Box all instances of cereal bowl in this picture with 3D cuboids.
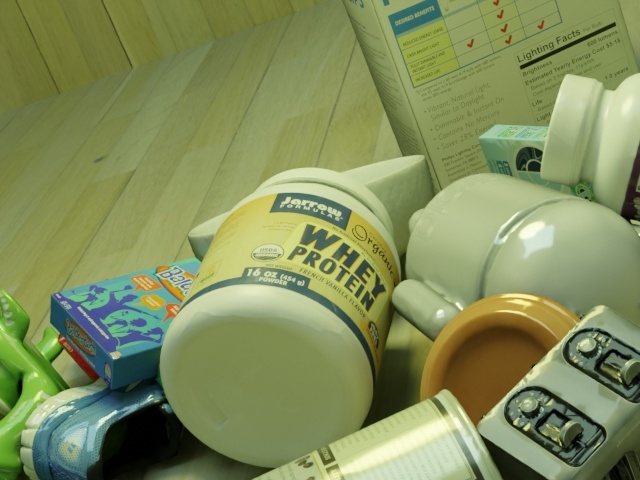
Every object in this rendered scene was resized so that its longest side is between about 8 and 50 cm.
[{"bbox_3d":[0.000,0.000,1.849,0.339,0.141,0.339,-17,7,2],"label":"cereal bowl"}]

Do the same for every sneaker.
[{"bbox_3d":[-0.203,0.207,1.674,0.147,0.130,0.330,18,40,32],"label":"sneaker"}]

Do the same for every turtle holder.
[{"bbox_3d":[-0.425,0.206,1.763,0.227,0.243,0.320,-42,60,-8],"label":"turtle holder"}]

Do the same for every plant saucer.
[{"bbox_3d":[0.181,0.148,1.326,0.200,0.200,0.037,-9,-14,31],"label":"plant saucer"}]

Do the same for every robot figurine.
[{"bbox_3d":[0.226,0.040,1.500,0.300,0.200,0.353,-23,21,-19],"label":"robot figurine"}]

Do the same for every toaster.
[{"bbox_3d":[0.240,0.181,1.182,0.168,0.186,0.110,-41,42,-17],"label":"toaster"}]

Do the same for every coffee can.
[{"bbox_3d":[0.024,0.272,1.152,0.275,0.202,0.201,-24,22,-4],"label":"coffee can"}]

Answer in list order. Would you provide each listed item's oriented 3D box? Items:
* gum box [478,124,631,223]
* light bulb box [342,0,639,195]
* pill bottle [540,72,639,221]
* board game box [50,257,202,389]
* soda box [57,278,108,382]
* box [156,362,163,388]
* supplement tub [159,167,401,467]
[{"bbox_3d":[0.299,-0.068,1.742,0.041,0.157,0.184,-36,25,-29],"label":"gum box"},{"bbox_3d":[0.255,-0.306,2.065,0.358,0.361,0.225,-25,22,-6],"label":"light bulb box"},{"bbox_3d":[0.408,-0.094,1.537,0.301,0.169,0.169,15,33,13],"label":"pill bottle"},{"bbox_3d":[-0.202,0.097,1.680,0.210,0.047,0.160,-15,36,-35],"label":"board game box"},{"bbox_3d":[-0.295,0.123,1.866,0.083,0.092,0.263,-41,8,-4],"label":"soda box"},{"bbox_3d":[-0.093,0.163,1.622,0.179,0.043,0.105,-13,44,-36],"label":"box"},{"bbox_3d":[-0.033,0.075,1.533,0.228,0.228,0.316,-14,27,20],"label":"supplement tub"}]
